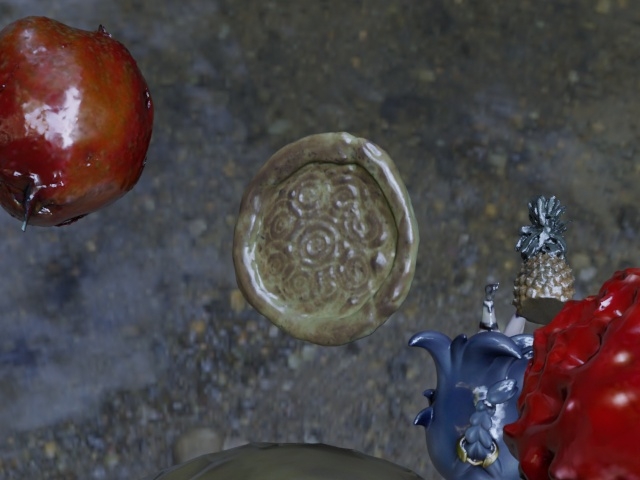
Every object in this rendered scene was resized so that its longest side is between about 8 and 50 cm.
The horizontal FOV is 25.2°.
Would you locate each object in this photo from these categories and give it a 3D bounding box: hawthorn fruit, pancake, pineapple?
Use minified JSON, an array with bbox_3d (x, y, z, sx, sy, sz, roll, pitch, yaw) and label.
[{"bbox_3d":[-0.250,-0.089,1.308,0.181,0.181,0.235,6,52,1],"label":"hawthorn fruit"},{"bbox_3d":[0.000,0.000,1.674,0.250,0.250,0.031,35,14,22],"label":"pancake"},{"bbox_3d":[0.257,0.018,1.633,0.074,0.074,0.159,7,52,2],"label":"pineapple"}]

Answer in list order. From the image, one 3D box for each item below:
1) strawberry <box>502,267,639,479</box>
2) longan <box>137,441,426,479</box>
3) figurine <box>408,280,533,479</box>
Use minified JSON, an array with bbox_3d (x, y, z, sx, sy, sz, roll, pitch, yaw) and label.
[{"bbox_3d":[0.303,0.113,0.857,0.295,0.345,0.317,-24,71,-46],"label":"strawberry"},{"bbox_3d":[-0.036,0.333,0.870,0.436,0.404,0.404,-28,45,33],"label":"longan"},{"bbox_3d":[0.220,0.206,1.888,0.175,0.265,0.197,15,40,41],"label":"figurine"}]
